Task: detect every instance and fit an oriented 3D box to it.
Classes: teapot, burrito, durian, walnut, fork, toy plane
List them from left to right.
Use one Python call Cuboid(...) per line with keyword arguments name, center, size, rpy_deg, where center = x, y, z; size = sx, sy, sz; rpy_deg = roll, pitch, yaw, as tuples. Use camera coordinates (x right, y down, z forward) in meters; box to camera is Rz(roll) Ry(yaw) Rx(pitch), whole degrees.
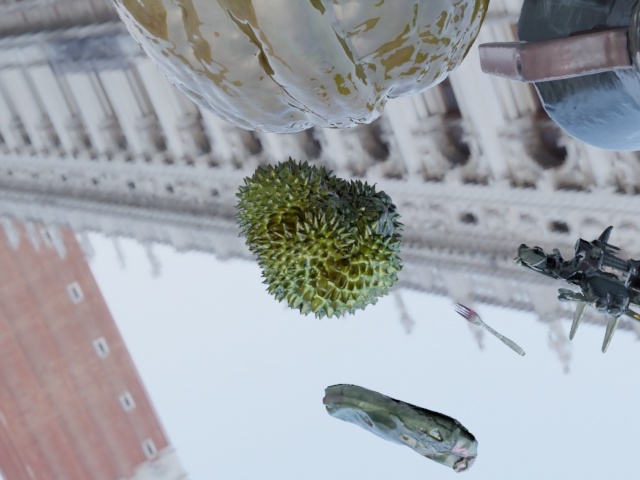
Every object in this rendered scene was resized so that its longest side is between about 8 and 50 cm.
Cuboid(name="walnut", center=(-0.017, -0.234, 0.951), size=(0.332, 0.333, 0.333), rpy_deg=(-19, -161, 7))
Cuboid(name="durian", center=(0.000, 0.003, 1.897), size=(0.291, 0.225, 0.291), rpy_deg=(18, -157, -8))
Cuboid(name="burrito", center=(0.124, 0.299, 2.028), size=(0.309, 0.096, 0.066), rpy_deg=(17, -128, 36))
Cuboid(name="fork", center=(0.227, 0.120, 1.632), size=(0.016, 0.115, 0.012), rpy_deg=(-54, -177, 2))
Cuboid(name="toy plane", center=(0.294, 0.028, 1.283), size=(0.192, 0.088, 0.262), rpy_deg=(20, -154, 2))
Cuboid(name="teapot", center=(0.388, -0.247, 1.471), size=(0.376, 0.306, 0.362), rpy_deg=(-11, -171, -9))
